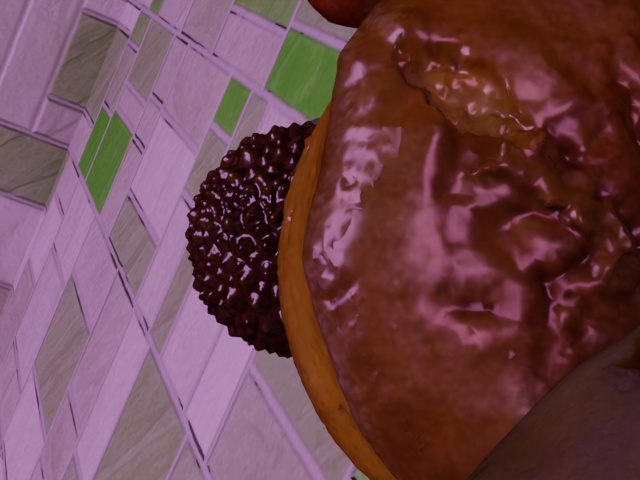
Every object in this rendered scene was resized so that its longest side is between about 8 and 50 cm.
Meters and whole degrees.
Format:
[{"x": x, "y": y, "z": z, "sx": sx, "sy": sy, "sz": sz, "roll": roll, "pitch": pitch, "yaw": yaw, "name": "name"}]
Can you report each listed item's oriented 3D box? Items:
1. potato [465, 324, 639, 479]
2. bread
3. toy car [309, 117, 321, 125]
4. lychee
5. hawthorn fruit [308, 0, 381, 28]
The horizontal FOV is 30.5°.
[{"x": 0.117, "y": 0.123, "z": 0.413, "sx": 0.262, "sy": 0.165, "sz": 0.165, "roll": -34, "pitch": 22, "yaw": -6, "name": "potato"}, {"x": 0.071, "y": -0.007, "z": 0.603, "sx": 0.194, "sy": 0.178, "sz": 0.340, "roll": 139, "pitch": 140, "yaw": -72, "name": "bread"}, {"x": -0.012, "y": -0.009, "z": 0.974, "sx": 0.191, "sy": 0.097, "sz": 0.100, "roll": -66, "pitch": 21, "yaw": 9, "name": "toy car"}, {"x": 0.000, "y": 0.000, "z": 0.824, "sx": 0.188, "sy": 0.188, "sz": 0.188, "roll": -49, "pitch": 29, "yaw": 41, "name": "lychee"}, {"x": 0.040, "y": -0.248, "z": 1.023, "sx": 0.133, "sy": 0.132, "sz": 0.138, "roll": -95, "pitch": 19, "yaw": -48, "name": "hawthorn fruit"}]
